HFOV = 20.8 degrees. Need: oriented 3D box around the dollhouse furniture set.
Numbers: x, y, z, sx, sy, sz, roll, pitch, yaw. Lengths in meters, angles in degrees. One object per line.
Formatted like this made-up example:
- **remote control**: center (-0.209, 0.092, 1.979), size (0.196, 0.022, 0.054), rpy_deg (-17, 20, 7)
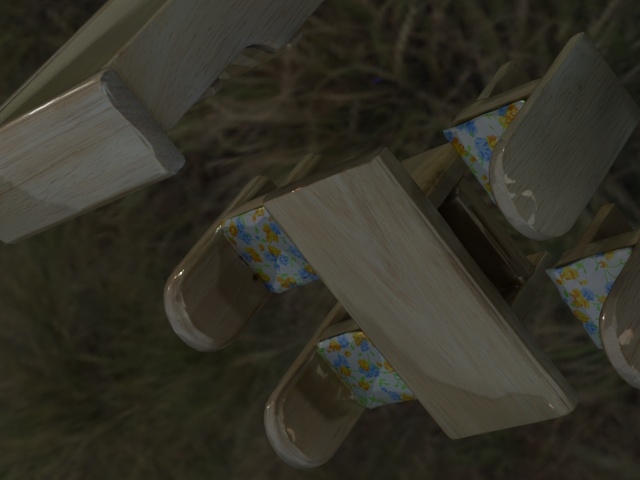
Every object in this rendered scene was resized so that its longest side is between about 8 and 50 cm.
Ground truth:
- **dollhouse furniture set**: center (0.000, 0.000, 0.698), size (0.212, 0.161, 0.242), rpy_deg (-20, 115, 47)
